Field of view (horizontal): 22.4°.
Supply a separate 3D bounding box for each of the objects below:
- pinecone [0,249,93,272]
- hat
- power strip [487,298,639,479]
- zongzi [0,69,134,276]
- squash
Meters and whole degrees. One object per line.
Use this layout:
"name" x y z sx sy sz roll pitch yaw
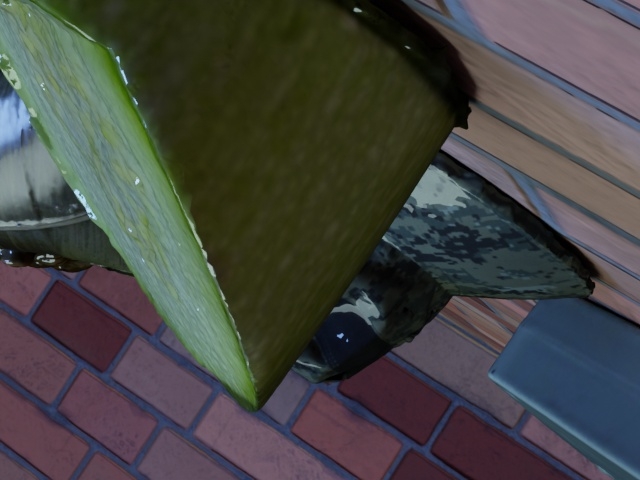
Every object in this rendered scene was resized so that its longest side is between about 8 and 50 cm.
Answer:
"pinecone" -0.198 -0.081 1.086 0.229 0.202 0.201 24 -154 -29
"hat" 0.000 0.000 0.854 0.265 0.128 0.265 37 177 2
"power strip" 0.239 0.164 0.984 0.261 0.141 0.229 38 176 -39
"zongzi" -0.198 -0.080 0.875 0.248 0.111 0.241 5 148 2
"squash" -0.068 -0.059 0.557 0.220 0.133 0.220 39 177 2
